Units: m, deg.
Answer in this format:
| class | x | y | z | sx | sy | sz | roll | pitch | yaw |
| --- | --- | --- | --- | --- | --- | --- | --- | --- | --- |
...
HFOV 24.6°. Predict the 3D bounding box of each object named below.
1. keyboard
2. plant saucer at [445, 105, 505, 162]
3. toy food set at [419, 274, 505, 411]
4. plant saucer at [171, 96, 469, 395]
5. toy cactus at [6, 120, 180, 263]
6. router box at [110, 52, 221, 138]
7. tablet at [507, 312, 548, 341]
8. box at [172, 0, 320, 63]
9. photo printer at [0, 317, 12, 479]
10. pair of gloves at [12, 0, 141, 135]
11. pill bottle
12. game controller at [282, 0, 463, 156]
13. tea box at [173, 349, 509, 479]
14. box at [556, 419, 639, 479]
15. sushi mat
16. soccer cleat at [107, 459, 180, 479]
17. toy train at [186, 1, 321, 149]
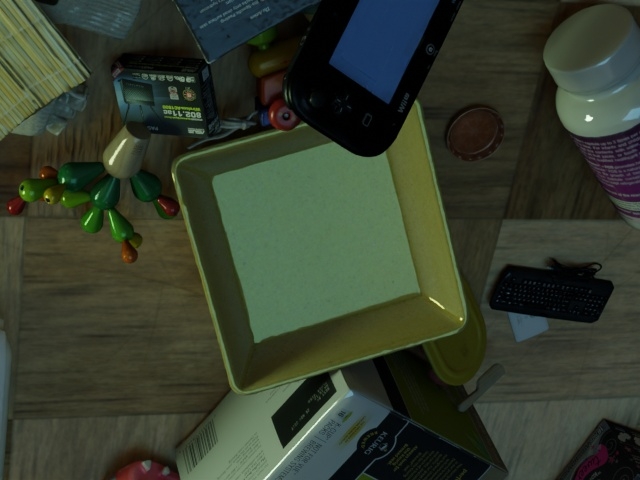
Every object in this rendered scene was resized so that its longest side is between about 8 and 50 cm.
| class | x | y | z | sx | sy | sz | roll | pitch | yaw |
| --- | --- | --- | --- | --- | --- | --- | --- | --- | --- |
| keyboard | 0.348 | 0.076 | 2.159 | 0.192 | 0.038 | 0.100 | 7 | 114 | -24 |
| plant saucer | 0.209 | -0.145 | 1.987 | 0.083 | 0.013 | 0.083 | -9 | 124 | -13 |
| toy food set | 0.173 | 0.138 | 2.116 | 0.128 | 0.071 | 0.218 | -45 | 121 | -35 |
| plant saucer | 0.000 | 0.000 | 1.929 | 0.332 | 0.081 | 0.333 | -16 | 104 | -7 |
| toy cactus | -0.263 | -0.067 | 1.823 | 0.219 | 0.112 | 0.180 | 14 | 130 | -24 |
| router box | -0.188 | -0.176 | 1.789 | 0.122 | 0.038 | 0.092 | 6 | 128 | 20 |
| tablet | 0.309 | 0.112 | 2.194 | 0.054 | 0.006 | 0.083 | -23 | 127 | -2 |
| box | -0.101 | -0.314 | 1.700 | 0.156 | 0.093 | 0.158 | -29 | 104 | 3 |
| photo printer | -0.539 | 0.220 | 1.936 | 0.256 | 0.107 | 0.308 | 1 | 122 | -18 |
| pair of gloves | -0.343 | -0.234 | 1.736 | 0.204 | 0.042 | 0.240 | 24 | 114 | -29 |
| pill bottle | 0.414 | -0.163 | 1.943 | 0.169 | 0.169 | 0.301 | -35 | 126 | 7 |
| game controller | 0.077 | -0.263 | 1.756 | 0.166 | 0.067 | 0.319 | 29 | 82 | -22 |
| tea box | 0.026 | 0.319 | 2.111 | 0.323 | 0.220 | 0.329 | 32 | 109 | -31 |
| box | 0.472 | 0.441 | 2.380 | 0.163 | 0.142 | 0.247 | 21 | 114 | -28 |
| sushi mat | -0.411 | -0.267 | 1.669 | 0.151 | 0.019 | 0.316 | -30 | 117 | 15 |
| soccer cleat | -0.207 | 0.391 | 2.185 | 0.095 | 0.083 | 0.248 | -26 | 138 | 38 |
| toy train | -0.068 | -0.213 | 1.809 | 0.248 | 0.105 | 0.143 | -19 | 115 | -3 |
